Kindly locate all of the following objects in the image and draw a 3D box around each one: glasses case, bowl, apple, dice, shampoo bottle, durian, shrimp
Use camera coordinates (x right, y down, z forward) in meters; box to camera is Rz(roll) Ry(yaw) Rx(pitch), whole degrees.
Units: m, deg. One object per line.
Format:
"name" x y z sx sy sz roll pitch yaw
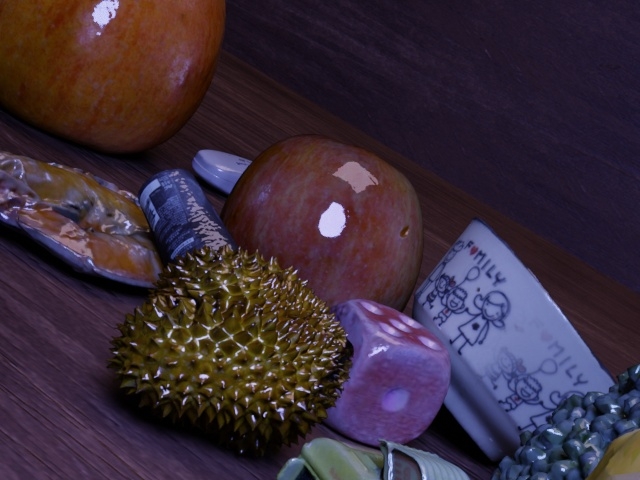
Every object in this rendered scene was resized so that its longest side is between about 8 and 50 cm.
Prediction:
"glasses case" -0.078 -0.070 1.516 0.197 0.049 0.076 20 14 -32
"bowl" 0.164 0.110 1.032 0.238 0.126 0.238 51 2 -2
"apple" 0.000 0.000 1.048 0.188 0.174 0.188 20 -6 2
"dice" 0.043 0.107 0.946 0.094 0.093 0.091 23 13 -27
"shampoo bottle" -0.092 0.032 0.957 0.063 0.057 0.208 -11 53 -29
"durian" -0.058 0.071 0.797 0.168 0.137 0.158 17 35 -12
"shrimp" -0.227 -0.021 0.964 0.317 0.062 0.164 21 16 -45
"apple" -0.256 -0.257 1.390 0.299 0.275 0.299 30 16 -10

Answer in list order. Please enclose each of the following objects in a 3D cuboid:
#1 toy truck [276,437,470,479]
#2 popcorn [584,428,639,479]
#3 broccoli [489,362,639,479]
"toy truck" 0.043 0.175 0.610 0.085 0.116 0.191 21 14 -36
"popcorn" 0.102 0.164 0.293 0.265 0.332 0.225 18 -26 50
"broccoli" 0.274 0.170 0.745 0.272 0.324 0.334 41 26 11
